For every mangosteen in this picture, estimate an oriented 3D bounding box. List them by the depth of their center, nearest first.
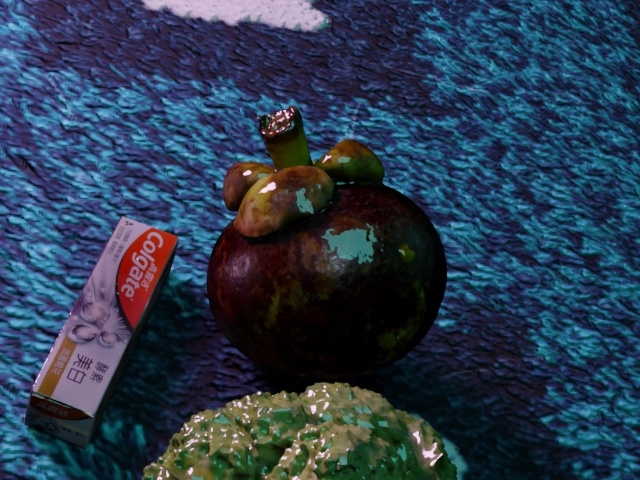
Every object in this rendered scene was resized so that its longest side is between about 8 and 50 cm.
[{"bbox_3d":[0.000,0.000,1.442,0.192,0.217,0.192,-9,7,1],"label":"mangosteen"}]

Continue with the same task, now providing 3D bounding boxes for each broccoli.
[{"bbox_3d":[-0.017,0.216,1.233,0.254,0.186,0.302,21,34,-17],"label":"broccoli"}]

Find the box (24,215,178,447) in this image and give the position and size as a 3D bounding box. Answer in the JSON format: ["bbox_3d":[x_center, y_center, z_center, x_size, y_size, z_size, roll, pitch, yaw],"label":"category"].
[{"bbox_3d":[-0.168,0.066,1.432,0.055,0.039,0.218,22,41,0],"label":"box"}]
